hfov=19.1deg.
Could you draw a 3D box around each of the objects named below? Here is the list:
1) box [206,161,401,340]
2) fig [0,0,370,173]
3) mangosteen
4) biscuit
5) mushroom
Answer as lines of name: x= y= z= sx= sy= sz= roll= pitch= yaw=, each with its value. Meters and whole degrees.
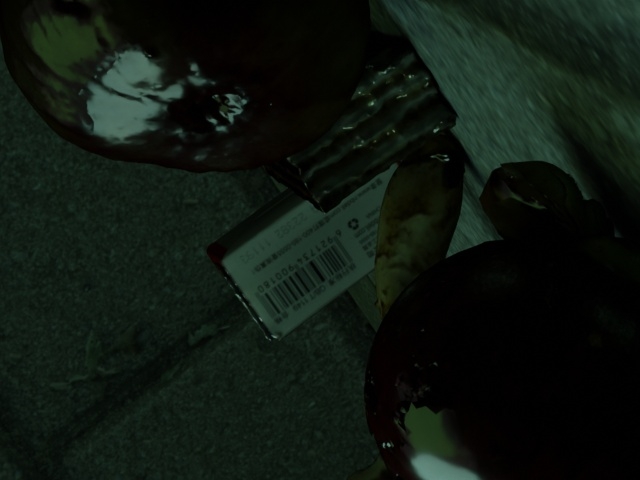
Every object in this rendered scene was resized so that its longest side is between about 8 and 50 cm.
box: x=0.000 y=0.000 z=1.643 sx=0.099 sy=0.182 sz=0.133 roll=54 pitch=174 yaw=-8
fig: x=-0.081 y=-0.203 z=1.120 sx=0.217 sy=0.217 sz=0.321 roll=59 pitch=-158 yaw=-58
mangosteen: x=0.108 y=0.060 z=0.931 sx=0.166 sy=0.180 sz=0.166 roll=26 pitch=163 yaw=8
biscuit: x=0.008 y=-0.087 z=1.277 sx=0.070 sy=0.106 sz=0.252 roll=57 pitch=175 yaw=-12
mushroom: x=0.104 y=0.115 z=1.224 sx=0.208 sy=0.233 sz=0.302 roll=25 pitch=-148 yaw=-15
